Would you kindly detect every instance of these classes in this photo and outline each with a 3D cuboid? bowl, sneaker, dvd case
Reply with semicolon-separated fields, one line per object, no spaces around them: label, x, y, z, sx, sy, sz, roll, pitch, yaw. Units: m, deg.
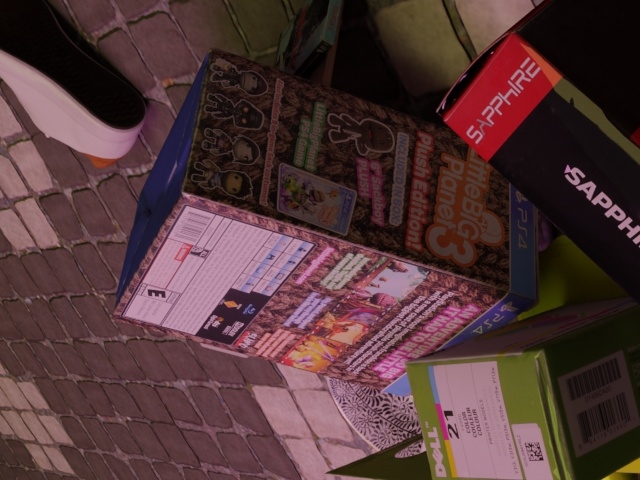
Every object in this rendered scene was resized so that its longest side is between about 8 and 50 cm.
bowl;0.095;0.151;1.086;0.170;0.080;0.170;27;139;26
sneaker;-0.336;-0.192;1.199;0.290;0.106;0.123;44;141;4
dvd case;-0.013;-0.175;0.903;0.013;0.087;0.119;20;151;-18

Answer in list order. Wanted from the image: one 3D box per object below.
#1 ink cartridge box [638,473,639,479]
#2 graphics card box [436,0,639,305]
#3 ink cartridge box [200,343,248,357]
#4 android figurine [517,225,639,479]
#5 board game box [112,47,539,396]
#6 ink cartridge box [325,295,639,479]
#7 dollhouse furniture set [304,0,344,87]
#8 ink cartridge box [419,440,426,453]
ink cartridge box;0.235;0.260;1.003;0.333;0.065;0.165;-26;76;55
graphics card box;0.278;-0.024;0.607;0.371;0.233;0.094;46;144;6
ink cartridge box;-0.096;-0.009;1.093;0.078;0.134;0.231;9;128;42
android figurine;0.250;0.099;0.840;0.248;0.056;0.273;-16;87;51
board game box;0.000;0.000;0.878;0.291;0.141;0.232;17;147;-17
ink cartridge box;0.137;0.114;0.786;0.255;0.189;0.097;-13;91;51
dollhouse furniture set;0.043;-0.115;0.943;0.151;0.123;0.144;19;149;-19
ink cartridge box;0.151;0.227;0.980;0.092;0.090;0.143;41;130;43
